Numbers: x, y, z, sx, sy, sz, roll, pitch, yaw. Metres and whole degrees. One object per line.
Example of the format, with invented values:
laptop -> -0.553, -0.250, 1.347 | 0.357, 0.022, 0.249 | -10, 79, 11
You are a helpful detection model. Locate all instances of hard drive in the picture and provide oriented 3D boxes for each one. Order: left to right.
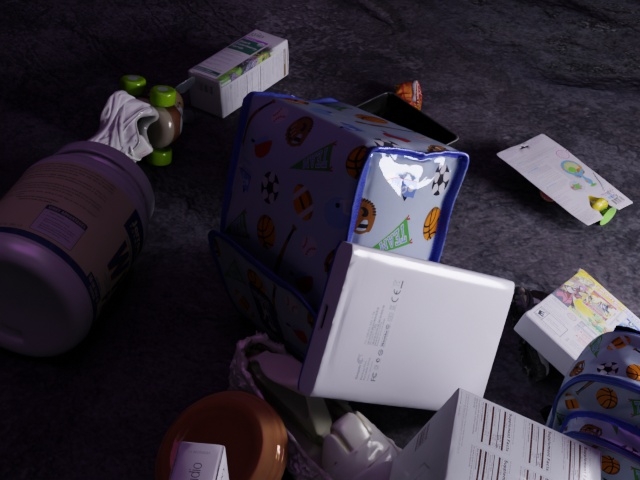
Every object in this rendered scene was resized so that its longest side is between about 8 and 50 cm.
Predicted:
hard drive -> 0.128, 0.131, 1.473 | 0.319, 0.210, 0.040 | 13, 4, -37

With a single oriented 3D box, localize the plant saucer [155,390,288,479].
plant saucer -> -0.142, 0.295, 1.434 | 0.200, 0.037, 0.199 | -12, 54, 17

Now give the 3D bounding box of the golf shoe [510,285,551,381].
golf shoe -> 0.360, 0.145, 1.669 | 0.094, 0.077, 0.198 | 2, 40, 1

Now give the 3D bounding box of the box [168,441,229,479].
box -> -0.135, 0.411, 1.130 | 0.059, 0.322, 0.232 | 2, 39, 7

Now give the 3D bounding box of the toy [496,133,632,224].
toy -> 0.461, -0.105, 1.999 | 0.137, 0.056, 0.237 | -24, 49, -33

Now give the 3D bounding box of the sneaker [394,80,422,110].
sneaker -> 0.179, -0.280, 2.222 | 0.068, 0.064, 0.175 | -12, 31, 16

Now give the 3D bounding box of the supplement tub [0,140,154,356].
supplement tub -> -0.425, 0.005, 1.702 | 0.236, 0.235, 0.324 | 10, 40, 12

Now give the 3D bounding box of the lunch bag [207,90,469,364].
lunch bag -> 0.000, 0.000, 1.578 | 0.239, 0.385, 0.328 | 0, 22, -38

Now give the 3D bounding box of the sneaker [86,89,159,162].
sneaker -> -0.380, -0.170, 1.974 | 0.115, 0.090, 0.232 | 19, 81, 16

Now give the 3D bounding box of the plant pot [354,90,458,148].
plant pot -> 0.116, -0.139, 1.939 | 0.187, 0.167, 0.188 | -28, 53, -32

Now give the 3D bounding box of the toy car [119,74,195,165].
toy car -> -0.310, -0.262, 2.120 | 0.149, 0.155, 0.188 | 22, 31, 24

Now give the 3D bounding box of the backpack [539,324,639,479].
backpack -> 0.416, 0.256, 1.381 | 0.277, 0.263, 0.213 | 19, 42, 20

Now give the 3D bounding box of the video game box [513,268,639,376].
video game box -> 0.427, 0.156, 1.613 | 0.205, 0.048, 0.187 | 44, 47, 18

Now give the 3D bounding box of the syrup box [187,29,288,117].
syrup box -> -0.176, -0.369, 2.285 | 0.093, 0.096, 0.237 | 24, 45, 27

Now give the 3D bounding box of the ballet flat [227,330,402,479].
ballet flat -> 0.000, 0.268, 1.464 | 0.147, 0.147, 0.409 | -28, 48, -31

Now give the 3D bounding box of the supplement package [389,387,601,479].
supplement package -> 0.208, 0.323, 1.291 | 0.203, 0.194, 0.149 | 25, 46, -7
